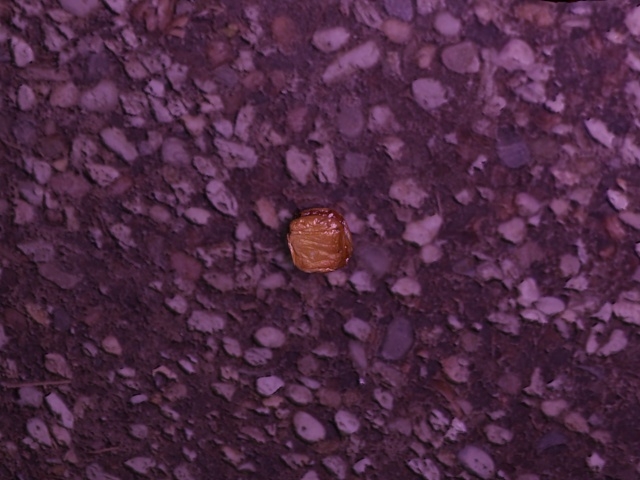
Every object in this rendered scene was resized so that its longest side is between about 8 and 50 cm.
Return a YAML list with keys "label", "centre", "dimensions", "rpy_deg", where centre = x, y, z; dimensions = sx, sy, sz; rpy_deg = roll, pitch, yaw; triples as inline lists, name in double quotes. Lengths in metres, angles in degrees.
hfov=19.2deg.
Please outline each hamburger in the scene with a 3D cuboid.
- label: "hamburger"
  centre: [0.000, 0.000, 2.224]
  dimensions: [0.076, 0.044, 0.083]
  rpy_deg: [1, 117, 9]

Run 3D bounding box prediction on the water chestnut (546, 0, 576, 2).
- label: "water chestnut"
  centre: [0.263, -0.370, 1.878]
  dimensions: [0.300, 0.300, 0.300]
  rpy_deg: [3, 120, 6]
